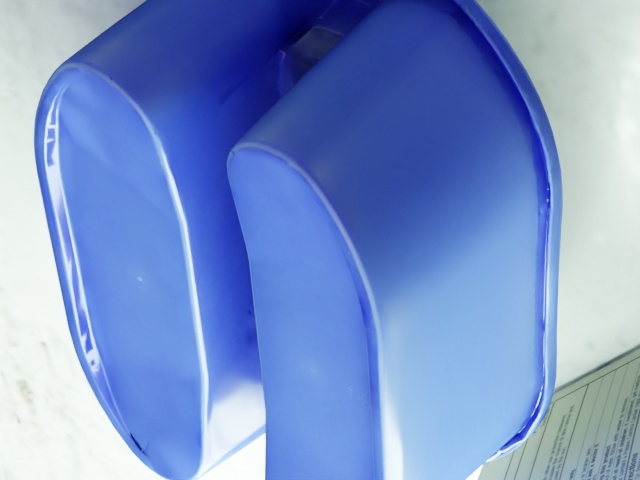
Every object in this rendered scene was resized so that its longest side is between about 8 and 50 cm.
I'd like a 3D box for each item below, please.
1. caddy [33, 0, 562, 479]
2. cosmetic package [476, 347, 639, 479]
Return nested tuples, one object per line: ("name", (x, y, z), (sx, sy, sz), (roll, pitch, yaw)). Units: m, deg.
("caddy", (0.000, 0.000, 0.888), (0.241, 0.179, 0.341), (26, 138, 31))
("cosmetic package", (0.224, 0.128, 0.923), (0.129, 0.153, 0.296), (43, 131, -16))
